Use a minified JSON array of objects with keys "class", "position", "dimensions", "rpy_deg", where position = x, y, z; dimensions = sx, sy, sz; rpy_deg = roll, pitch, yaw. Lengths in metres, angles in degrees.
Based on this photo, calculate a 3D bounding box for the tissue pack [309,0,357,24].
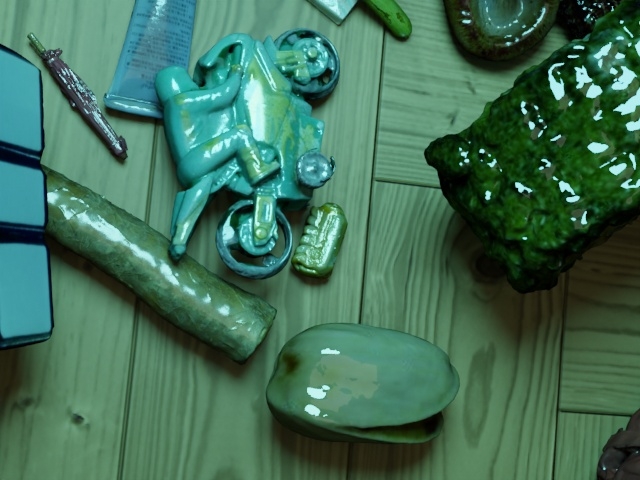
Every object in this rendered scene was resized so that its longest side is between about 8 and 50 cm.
[{"class":"tissue pack","position":[0.033,-0.309,0.938],"dimensions":[0.056,0.023,0.108],"rpy_deg":[36,81,-9]}]

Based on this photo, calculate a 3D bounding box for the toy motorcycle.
[{"class":"toy motorcycle","position":[-0.083,-0.111,0.854],"dimensions":[0.198,0.109,0.296],"rpy_deg":[14,72,-17]}]

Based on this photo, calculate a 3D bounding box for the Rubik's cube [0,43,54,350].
[{"class":"Rubik's cube","position":[-0.416,-0.036,0.662],"dimensions":[0.289,0.293,0.283],"rpy_deg":[-5,89,9]}]

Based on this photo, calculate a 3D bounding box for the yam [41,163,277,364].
[{"class":"yam","position":[-0.207,0.013,0.843],"dimensions":[0.357,0.081,0.081],"rpy_deg":[31,81,-7]}]

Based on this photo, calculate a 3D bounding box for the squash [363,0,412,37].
[{"class":"squash","position":[0.077,-0.265,0.932],"dimensions":[0.083,0.027,0.027],"rpy_deg":[38,79,-28]}]

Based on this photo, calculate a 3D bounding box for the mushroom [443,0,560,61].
[{"class":"mushroom","position":[0.205,-0.326,0.872],"dimensions":[0.148,0.217,0.226],"rpy_deg":[-22,90,-5]}]

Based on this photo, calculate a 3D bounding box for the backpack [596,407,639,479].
[{"class":"backpack","position":[0.416,0.241,0.879],"dimensions":[0.229,0.229,0.138],"rpy_deg":[-27,88,-12]}]

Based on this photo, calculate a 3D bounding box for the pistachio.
[{"class":"pistachio","position":[0.044,0.156,0.856],"dimensions":[0.206,0.131,0.129],"rpy_deg":[9,127,-11]}]

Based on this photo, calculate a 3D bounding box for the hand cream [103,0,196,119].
[{"class":"hand cream","position":[-0.170,-0.260,0.880],"dimensions":[0.088,0.055,0.255],"rpy_deg":[10,86,-19]}]

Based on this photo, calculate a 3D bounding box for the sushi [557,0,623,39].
[{"class":"sushi","position":[0.331,-0.279,0.958],"dimensions":[0.094,0.098,0.084],"rpy_deg":[-39,92,-7]}]

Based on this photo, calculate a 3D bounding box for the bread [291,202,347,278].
[{"class":"bread","position":[0.000,0.000,0.906],"dimensions":[0.049,0.033,0.087],"rpy_deg":[16,79,4]}]

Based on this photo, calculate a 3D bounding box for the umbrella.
[{"class":"umbrella","position":[-0.258,-0.155,0.868],"dimensions":[0.027,0.025,0.165],"rpy_deg":[-36,93,14]}]

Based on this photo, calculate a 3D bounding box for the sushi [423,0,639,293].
[{"class":"sushi","position":[0.308,-0.106,0.835],"dimensions":[0.352,0.294,0.178],"rpy_deg":[-36,75,14]}]
